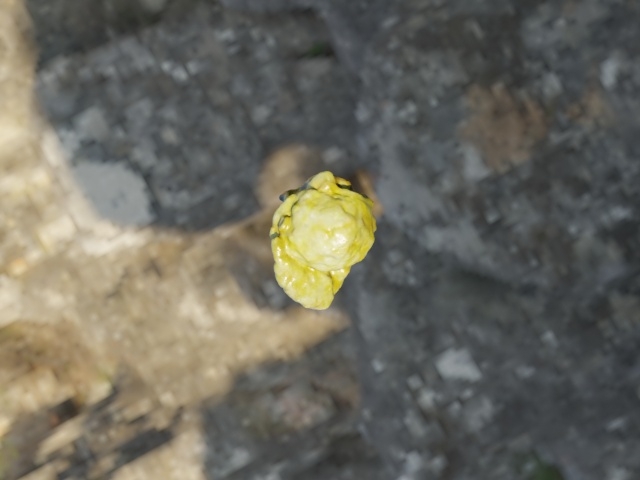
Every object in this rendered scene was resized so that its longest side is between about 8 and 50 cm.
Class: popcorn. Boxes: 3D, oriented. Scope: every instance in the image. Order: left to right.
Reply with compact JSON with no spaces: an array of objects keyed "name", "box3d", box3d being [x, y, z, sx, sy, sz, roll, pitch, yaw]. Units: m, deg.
[{"name":"popcorn","box3d":[-0.001,0.000,1.056,0.068,0.059,0.083,-139,66,-73]}]
